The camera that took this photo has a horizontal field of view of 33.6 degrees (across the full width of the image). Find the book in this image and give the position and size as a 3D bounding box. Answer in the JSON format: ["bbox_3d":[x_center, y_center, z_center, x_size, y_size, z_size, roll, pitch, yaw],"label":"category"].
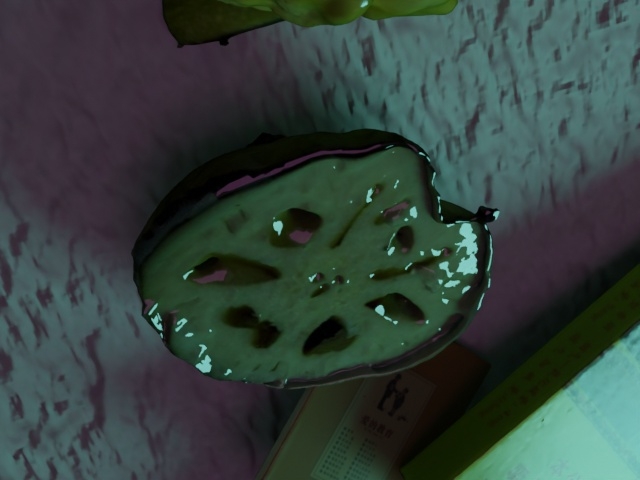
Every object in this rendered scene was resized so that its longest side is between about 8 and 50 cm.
[{"bbox_3d":[0.031,0.131,0.698,0.118,0.012,0.172,33,84,-28],"label":"book"}]

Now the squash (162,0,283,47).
[{"bbox_3d":[0.032,-0.198,0.532,0.252,0.169,0.093,-9,127,34],"label":"squash"}]

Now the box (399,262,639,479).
[{"bbox_3d":[0.235,0.106,0.723,0.335,0.047,0.187,-42,121,3],"label":"box"}]

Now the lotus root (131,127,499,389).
[{"bbox_3d":[-0.004,0.001,0.617,0.204,0.078,0.183,-9,133,-3],"label":"lotus root"}]

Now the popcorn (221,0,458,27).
[{"bbox_3d":[-0.018,-0.204,0.396,0.225,0.286,0.174,-37,163,31],"label":"popcorn"}]
